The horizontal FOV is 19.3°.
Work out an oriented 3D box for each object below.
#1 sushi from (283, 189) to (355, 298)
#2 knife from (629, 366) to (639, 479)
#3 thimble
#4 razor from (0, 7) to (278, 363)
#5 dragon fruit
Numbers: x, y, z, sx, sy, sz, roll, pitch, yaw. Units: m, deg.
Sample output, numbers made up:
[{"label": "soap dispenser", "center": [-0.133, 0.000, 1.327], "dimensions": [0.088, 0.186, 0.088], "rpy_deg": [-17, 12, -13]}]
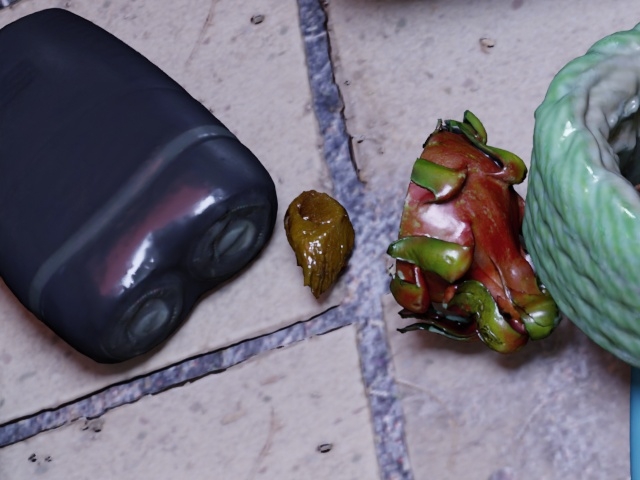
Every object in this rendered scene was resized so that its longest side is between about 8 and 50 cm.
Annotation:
[{"label": "sushi", "center": [0.000, 0.000, 1.375], "dimensions": [0.050, 0.047, 0.099], "rpy_deg": [-6, 36, 10]}, {"label": "knife", "center": [0.223, 0.130, 1.167], "dimensions": [0.064, 0.031, 0.222], "rpy_deg": [-16, 47, 23]}, {"label": "thimble", "center": [0.234, -0.022, 1.161], "dimensions": [0.219, 0.150, 0.219], "rpy_deg": [0, 50, 1]}, {"label": "razor", "center": [-0.190, -0.055, 1.471], "dimensions": [0.204, 0.113, 0.349], "rpy_deg": [-46, 48, -5]}, {"label": "dragon fruit", "center": [0.102, 0.007, 1.278], "dimensions": [0.175, 0.138, 0.142], "rpy_deg": [42, 106, 22]}]
